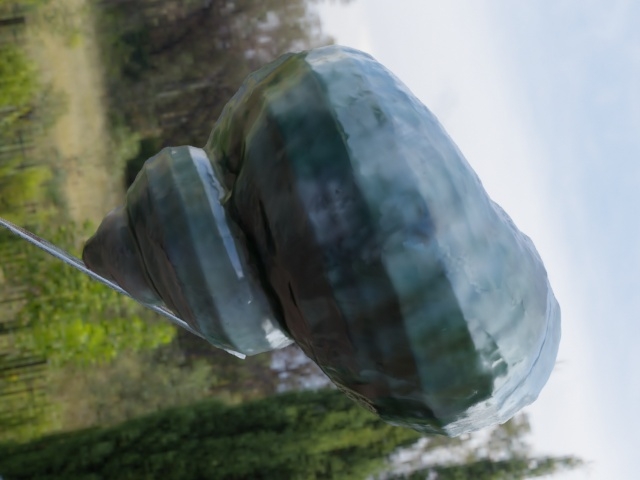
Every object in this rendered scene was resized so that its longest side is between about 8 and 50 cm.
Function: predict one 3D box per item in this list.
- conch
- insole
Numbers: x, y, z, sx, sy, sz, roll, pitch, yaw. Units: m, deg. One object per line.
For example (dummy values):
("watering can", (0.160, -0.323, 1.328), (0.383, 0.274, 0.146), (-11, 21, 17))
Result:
("conch", (0.000, 0.000, 0.635), (0.195, 0.277, 0.220), (-82, 173, -68))
("insole", (-0.133, 0.030, 0.735), (0.004, 0.197, 0.065), (-60, -166, -4))
